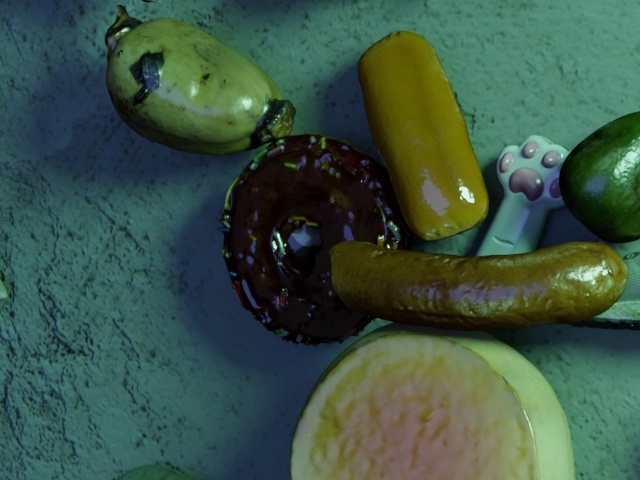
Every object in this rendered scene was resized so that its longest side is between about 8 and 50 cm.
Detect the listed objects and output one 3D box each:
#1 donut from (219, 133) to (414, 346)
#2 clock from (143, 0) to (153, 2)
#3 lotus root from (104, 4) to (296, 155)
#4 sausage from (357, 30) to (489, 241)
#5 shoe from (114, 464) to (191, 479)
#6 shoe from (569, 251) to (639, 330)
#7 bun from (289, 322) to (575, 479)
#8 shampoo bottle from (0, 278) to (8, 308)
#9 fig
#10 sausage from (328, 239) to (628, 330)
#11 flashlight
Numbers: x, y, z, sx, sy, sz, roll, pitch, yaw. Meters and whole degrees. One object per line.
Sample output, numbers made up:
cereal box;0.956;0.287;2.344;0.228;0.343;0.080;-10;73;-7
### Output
donut;0.000;0.000;1.579;0.235;0.089;0.235;1;91;30
clock;-0.202;-0.490;1.594;0.368;0.250;0.377;39;109;24
lotus root;-0.150;-0.169;1.628;0.257;0.154;0.140;27;99;24
sausage;0.104;-0.110;1.505;0.098;0.098;0.238;-29;69;28
shoe;-0.157;0.352;1.685;0.251;0.103;0.100;23;146;41
shoe;0.295;0.049;1.423;0.194;0.074;0.077;4;81;28
bun;0.123;0.231;1.467;0.299;0.165;0.299;-3;84;25
shampoo bottle;-0.489;-0.001;1.887;0.086;0.056;0.227;-36;73;25
fig;0.310;-0.083;1.391;0.117;0.117;0.177;39;93;24
sausage;0.145;0.043;1.401;0.302;0.103;0.076;2;126;26
flashlight;0.199;-0.010;1.485;0.093;0.047;0.200;29;105;29
